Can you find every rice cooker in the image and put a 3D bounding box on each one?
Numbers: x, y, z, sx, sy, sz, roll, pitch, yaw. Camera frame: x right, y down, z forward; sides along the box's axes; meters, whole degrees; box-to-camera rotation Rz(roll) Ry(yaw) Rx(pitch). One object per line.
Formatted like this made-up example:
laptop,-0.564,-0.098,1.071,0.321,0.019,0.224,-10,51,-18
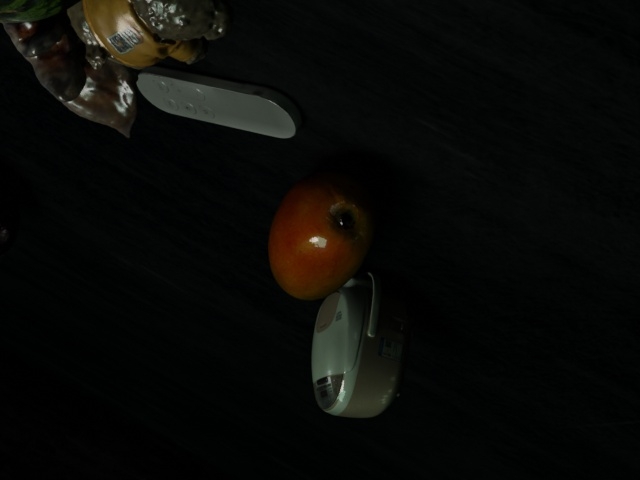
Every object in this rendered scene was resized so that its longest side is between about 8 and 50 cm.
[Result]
rice cooker,0.057,0.151,1.550,0.127,0.206,0.145,21,158,-17

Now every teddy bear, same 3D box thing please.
teddy bear,-0.180,-0.252,1.155,0.190,0.140,0.177,-14,127,45

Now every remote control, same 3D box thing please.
remote control,-0.129,-0.174,1.359,0.244,0.022,0.077,16,153,30

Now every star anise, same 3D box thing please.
star anise,-0.306,-0.256,1.257,0.258,0.110,0.198,61,-176,22

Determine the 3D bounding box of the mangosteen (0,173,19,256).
mangosteen,-0.655,-0.033,1.922,0.211,0.250,0.211,39,152,25

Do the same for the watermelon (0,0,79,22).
watermelon,-0.315,-0.326,1.009,0.269,0.269,0.269,25,154,13

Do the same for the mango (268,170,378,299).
mango,-0.001,0.004,1.396,0.129,0.146,0.289,17,154,1
